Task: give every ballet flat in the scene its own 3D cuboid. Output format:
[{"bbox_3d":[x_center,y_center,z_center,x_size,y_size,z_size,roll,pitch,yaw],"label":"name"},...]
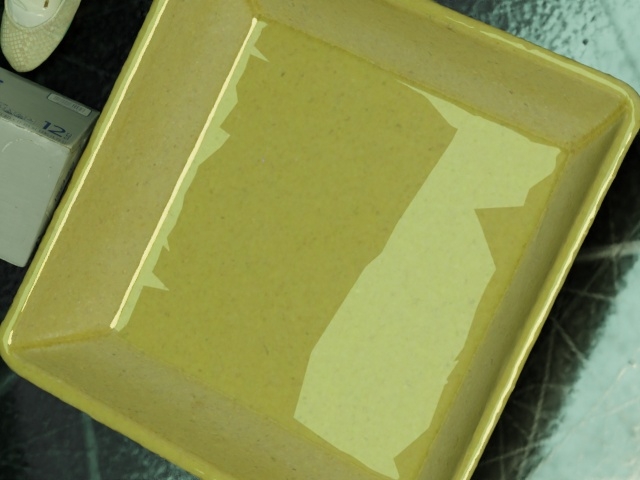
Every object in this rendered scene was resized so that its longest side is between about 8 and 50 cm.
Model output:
[{"bbox_3d":[-0.189,-0.201,1.221,0.057,0.052,0.168,31,94,22],"label":"ballet flat"}]

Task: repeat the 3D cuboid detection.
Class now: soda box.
[{"bbox_3d":[-0.302,-0.092,1.160,0.286,0.091,0.098,24,111,-2],"label":"soda box"}]

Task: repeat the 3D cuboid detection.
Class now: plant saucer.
[{"bbox_3d":[0.000,0.000,1.106,0.332,0.081,0.333,26,93,22],"label":"plant saucer"}]
